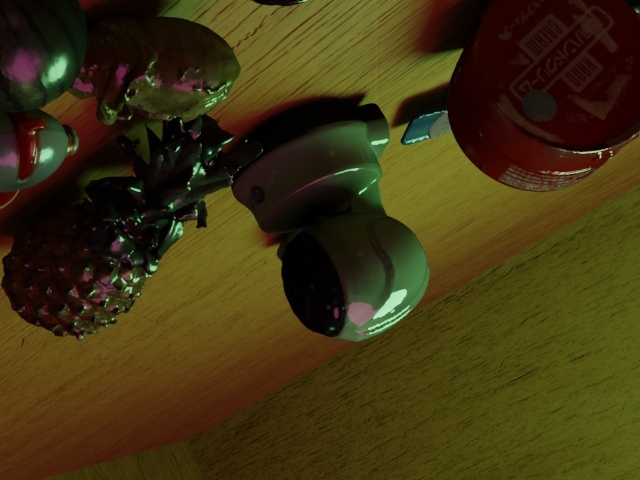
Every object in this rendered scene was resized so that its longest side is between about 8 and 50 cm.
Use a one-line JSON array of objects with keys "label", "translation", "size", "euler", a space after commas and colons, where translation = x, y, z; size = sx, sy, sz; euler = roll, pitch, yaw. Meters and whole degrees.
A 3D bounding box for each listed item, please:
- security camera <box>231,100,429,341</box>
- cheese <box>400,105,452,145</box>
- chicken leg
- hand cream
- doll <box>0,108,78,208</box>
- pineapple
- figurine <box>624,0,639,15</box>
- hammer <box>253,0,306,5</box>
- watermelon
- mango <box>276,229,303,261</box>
[{"label": "security camera", "translation": [0.018, -0.010, 1.156], "size": [0.191, 0.277, 0.197], "euler": [-18, 164, -29]}, {"label": "cheese", "translation": [0.249, -0.190, 1.304], "size": [0.285, 0.074, 0.189], "euler": [-18, 163, -12]}, {"label": "chicken leg", "translation": [-0.182, -0.142, 0.782], "size": [0.227, 0.088, 0.103], "euler": [-8, -175, -19]}, {"label": "hand cream", "translation": [0.268, -0.177, 1.088], "size": [0.230, 0.230, 0.149], "euler": [-22, 165, -11]}, {"label": "doll", "translation": [-0.294, -0.069, 0.825], "size": [0.142, 0.076, 0.245], "euler": [-14, 173, -36]}, {"label": "pineapple", "translation": [-0.200, -0.026, 1.014], "size": [0.364, 0.166, 0.165], "euler": [-37, 161, 30]}, {"label": "figurine", "translation": [0.464, -0.296, 1.124], "size": [0.281, 0.167, 0.370], "euler": [-3, 163, -44]}, {"label": "hammer", "translation": [0.089, -0.327, 0.552], "size": [0.408, 0.095, 0.242], "euler": [-32, 151, -13]}, {"label": "watermelon", "translation": [-0.219, -0.139, 0.668], "size": [0.105, 0.105, 0.133], "euler": [-21, 150, -14]}, {"label": "mango", "translation": [0.000, 0.000, 1.494], "size": [0.125, 0.111, 0.233], "euler": [2, 164, -36]}]
